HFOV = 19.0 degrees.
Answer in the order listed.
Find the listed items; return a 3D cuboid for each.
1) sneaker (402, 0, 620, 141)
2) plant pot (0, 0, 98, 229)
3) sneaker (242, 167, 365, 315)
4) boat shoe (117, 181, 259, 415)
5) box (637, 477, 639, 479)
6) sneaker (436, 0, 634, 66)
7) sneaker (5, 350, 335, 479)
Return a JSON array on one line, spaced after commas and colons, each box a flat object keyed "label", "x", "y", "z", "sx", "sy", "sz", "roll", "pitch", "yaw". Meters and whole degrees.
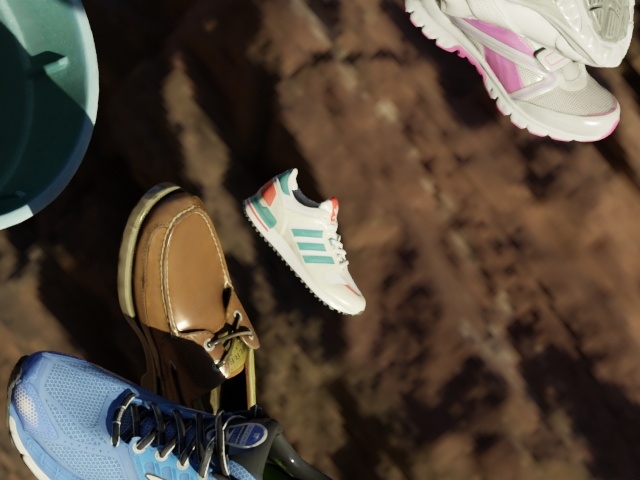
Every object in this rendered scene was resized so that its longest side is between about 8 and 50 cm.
[{"label": "sneaker", "x": 0.203, "y": -0.201, "z": 1.888, "sx": 0.252, "sy": 0.111, "sz": 0.103, "roll": 41, "pitch": 41, "yaw": 1}, {"label": "plant pot", "x": -0.451, "y": -0.144, "z": 1.870, "sx": 0.341, "sy": 0.334, "sz": 0.341, "roll": 13, "pitch": 70, "yaw": -41}, {"label": "sneaker", "x": 0.000, "y": 0.000, "z": 1.878, "sx": 0.161, "sy": 0.075, "sz": 0.057, "roll": 48, "pitch": 10, "yaw": 2}, {"label": "boat shoe", "x": -0.102, "y": 0.084, "z": 1.711, "sx": 0.104, "sy": 0.110, "sz": 0.307, "roll": 27, "pitch": -39, "yaw": 32}, {"label": "box", "x": 0.280, "y": 0.210, "z": 1.143, "sx": 0.216, "sy": 0.060, "sz": 0.270, "roll": 34, "pitch": 16, "yaw": 15}, {"label": "sneaker", "x": 0.146, "y": -0.194, "z": 1.437, "sx": 0.232, "sy": 0.115, "sz": 0.090, "roll": 27, "pitch": 72, "yaw": -43}, {"label": "sneaker", "x": -0.105, "y": 0.173, "z": 1.593, "sx": 0.330, "sy": 0.147, "sz": 0.130, "roll": 29, "pitch": 46, "yaw": -16}]
